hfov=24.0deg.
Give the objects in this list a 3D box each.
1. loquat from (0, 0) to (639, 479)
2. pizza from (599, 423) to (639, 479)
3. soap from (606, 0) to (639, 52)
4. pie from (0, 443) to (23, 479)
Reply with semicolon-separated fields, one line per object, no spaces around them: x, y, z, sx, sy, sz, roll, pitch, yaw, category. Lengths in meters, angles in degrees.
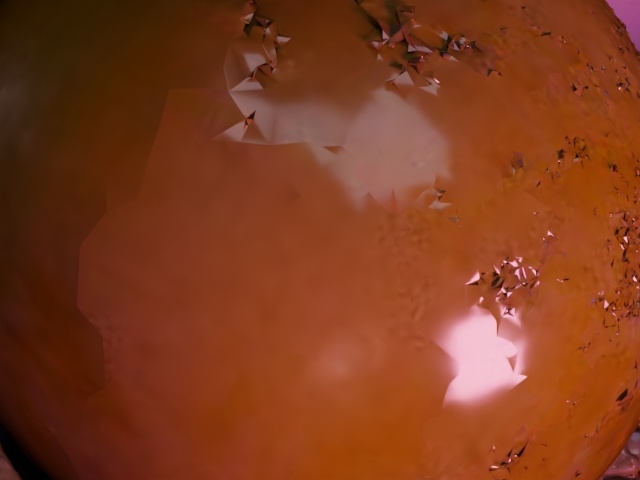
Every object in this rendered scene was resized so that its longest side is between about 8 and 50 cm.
0.000;0.000;0.468;0.235;0.235;0.235;7;57;-11;loquat
0.096;0.019;0.604;0.195;0.052;0.185;41;54;12;pizza
0.184;-0.130;0.721;0.149;0.056;0.100;-7;63;-19;soap
-0.173;0.051;0.457;0.282;0.129;0.068;45;23;24;pie
